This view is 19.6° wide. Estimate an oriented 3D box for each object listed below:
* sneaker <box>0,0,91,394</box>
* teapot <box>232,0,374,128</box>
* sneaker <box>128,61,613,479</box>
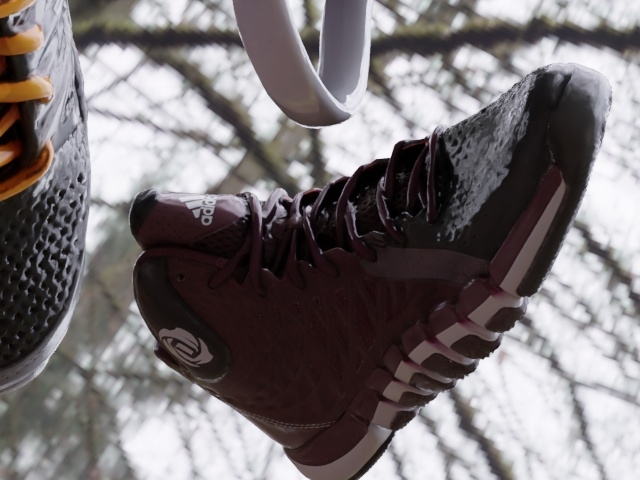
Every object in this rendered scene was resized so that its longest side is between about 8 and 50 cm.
[{"bbox_3d":[-0.082,-0.052,0.340,0.083,0.084,0.215,44,-31,50],"label":"sneaker"},{"bbox_3d":[-0.026,-0.218,0.770,0.256,0.187,0.252,36,-72,10],"label":"teapot"},{"bbox_3d":[0.000,0.000,0.833,0.162,0.106,0.281,28,-48,-8],"label":"sneaker"}]
